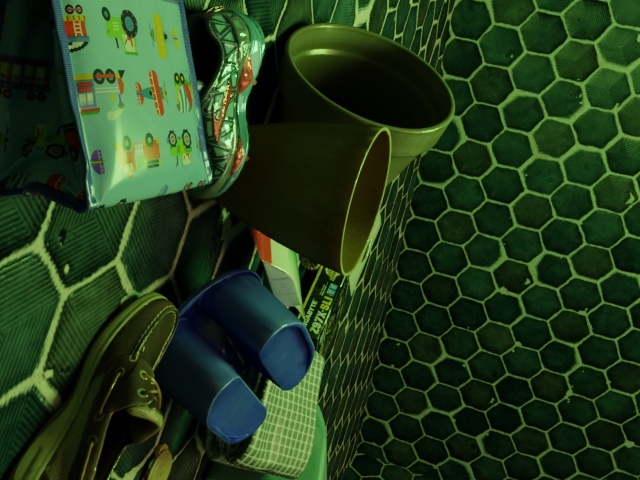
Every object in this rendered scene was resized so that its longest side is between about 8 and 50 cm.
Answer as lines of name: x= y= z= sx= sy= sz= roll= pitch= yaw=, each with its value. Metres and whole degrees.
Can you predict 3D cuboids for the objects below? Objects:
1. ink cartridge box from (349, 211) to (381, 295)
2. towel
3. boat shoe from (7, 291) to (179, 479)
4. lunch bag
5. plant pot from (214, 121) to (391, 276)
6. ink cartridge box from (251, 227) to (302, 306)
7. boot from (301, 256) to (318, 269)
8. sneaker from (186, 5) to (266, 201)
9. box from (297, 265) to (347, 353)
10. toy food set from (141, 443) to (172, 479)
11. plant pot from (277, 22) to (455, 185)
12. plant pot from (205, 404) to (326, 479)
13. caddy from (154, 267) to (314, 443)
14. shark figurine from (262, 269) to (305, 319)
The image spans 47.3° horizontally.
ink cartridge box: x=0.110 y=-0.018 z=2.234 sx=0.261 sy=0.066 sz=0.296 roll=84 pitch=26 yaw=-57
towel: x=-0.096 y=0.319 z=1.460 sx=0.235 sy=0.121 sz=0.284 roll=36 pitch=60 yaw=-52
boat shoe: x=-0.256 y=0.218 z=0.942 sx=0.123 sy=0.123 sz=0.342 roll=91 pitch=20 yaw=-46
lunch bag: x=-0.210 y=-0.191 z=0.707 sx=0.221 sy=0.138 sz=0.293 roll=-28 pitch=123 yaw=-68
plant pot: x=-0.044 y=-0.091 z=1.155 sx=0.237 sy=0.254 sz=0.237 roll=16 pitch=90 yaw=-77
ink cartridge box: x=-0.081 y=-0.012 z=1.339 sx=0.225 sy=0.056 sz=0.181 roll=80 pitch=2 yaw=-50
boot: x=0.000 y=0.000 z=1.856 sx=0.158 sy=0.059 sz=0.084 roll=-65 pitch=169 yaw=-1
sneaker: x=-0.162 y=-0.183 z=0.982 sx=0.125 sy=0.104 sz=0.262 roll=-2 pitch=104 yaw=-57
box: x=-0.002 y=0.216 z=1.971 sx=0.322 sy=0.079 sz=0.257 roll=96 pitch=18 yaw=-57
toy food set: x=-0.282 y=0.398 z=1.255 sx=0.082 sy=0.020 sz=0.083 roll=-57 pitch=159 yaw=-49
plant pot: x=0.045 y=-0.203 z=1.378 sx=0.280 sy=0.323 sz=0.323 roll=-63 pitch=176 yaw=40
plant pot: x=-0.095 y=0.502 z=1.673 sx=0.248 sy=0.247 sz=0.252 roll=89 pitch=12 yaw=-49
caddy: x=-0.152 y=0.186 z=1.217 sx=0.241 sy=0.179 sz=0.341 roll=-47 pitch=157 yaw=-15
shark figurine: x=-0.119 y=0.127 z=1.449 sx=0.278 sy=0.116 sz=0.166 roll=-59 pitch=127 yaw=-70
